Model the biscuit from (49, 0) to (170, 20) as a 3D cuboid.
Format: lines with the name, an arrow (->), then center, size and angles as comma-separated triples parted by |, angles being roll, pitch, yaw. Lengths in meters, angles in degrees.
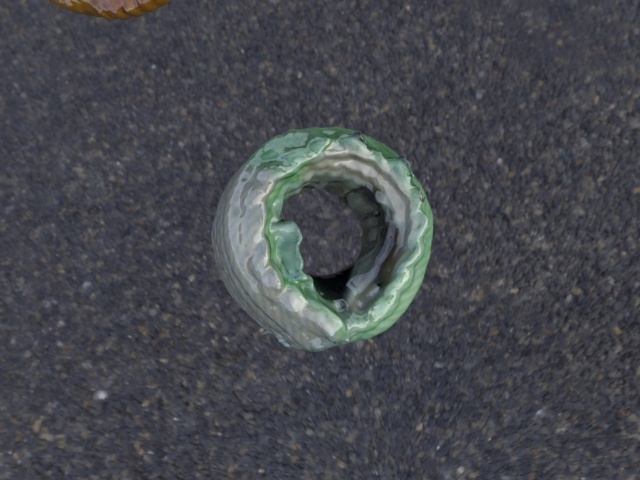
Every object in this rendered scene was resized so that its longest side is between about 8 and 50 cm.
biscuit -> -0.164, -0.303, 0.618 | 0.254, 0.035, 0.254 | 1, 91, 25

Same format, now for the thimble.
thimble -> 0.000, 0.000, 0.762 | 0.219, 0.150, 0.219 | 1, 86, -15
